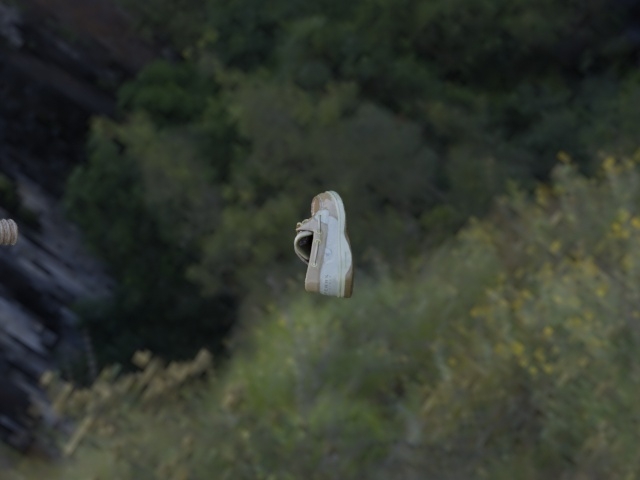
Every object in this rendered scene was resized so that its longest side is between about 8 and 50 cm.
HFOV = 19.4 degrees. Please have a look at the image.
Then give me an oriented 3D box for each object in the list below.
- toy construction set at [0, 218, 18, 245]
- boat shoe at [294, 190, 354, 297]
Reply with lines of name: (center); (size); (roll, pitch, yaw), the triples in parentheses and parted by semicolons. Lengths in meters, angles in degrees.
toy construction set: (-0.377, -0.086, 1.281); (0.257, 0.237, 0.309); (-42, 54, 52)
boat shoe: (0.000, 0.000, 1.598); (0.135, 0.045, 0.050); (-102, 13, -59)
